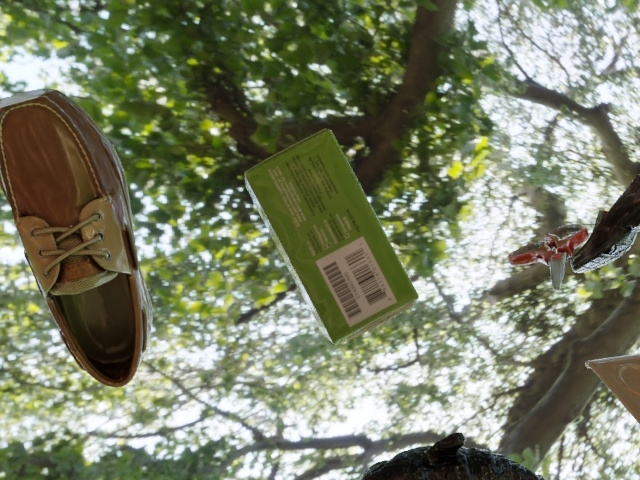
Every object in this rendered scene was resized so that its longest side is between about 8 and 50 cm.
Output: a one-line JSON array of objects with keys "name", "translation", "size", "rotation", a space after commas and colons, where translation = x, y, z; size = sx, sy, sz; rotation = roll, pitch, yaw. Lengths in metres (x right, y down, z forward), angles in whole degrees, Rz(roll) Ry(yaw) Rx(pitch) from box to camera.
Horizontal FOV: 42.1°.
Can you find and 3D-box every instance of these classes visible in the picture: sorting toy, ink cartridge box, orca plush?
[{"name": "sorting toy", "translation": [0.523, 0.236, 1.228], "size": [0.208, 0.193, 0.038], "rotation": [-125, -143, -53]}, {"name": "ink cartridge box", "translation": [0.000, 0.000, 0.904], "size": [0.097, 0.255, 0.189], "rotation": [-28, -89, -6]}, {"name": "orca plush", "translation": [0.194, 0.317, 1.136], "size": [0.287, 0.151, 0.102], "rotation": [7, -63, 4]}]

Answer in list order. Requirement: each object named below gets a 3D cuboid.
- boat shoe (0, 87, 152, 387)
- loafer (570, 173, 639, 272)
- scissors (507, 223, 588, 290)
[{"name": "boat shoe", "translation": [-0.238, 0.009, 0.844], "size": [0.122, 0.120, 0.324], "rotation": [-19, -60, -8]}, {"name": "loafer", "translation": [0.413, -0.020, 1.171], "size": [0.170, 0.062, 0.061], "rotation": [-47, -125, 30]}, {"name": "scissors", "translation": [0.297, 0.014, 1.013], "size": [0.109, 0.297, 0.021], "rotation": [-24, -87, 5]}]
